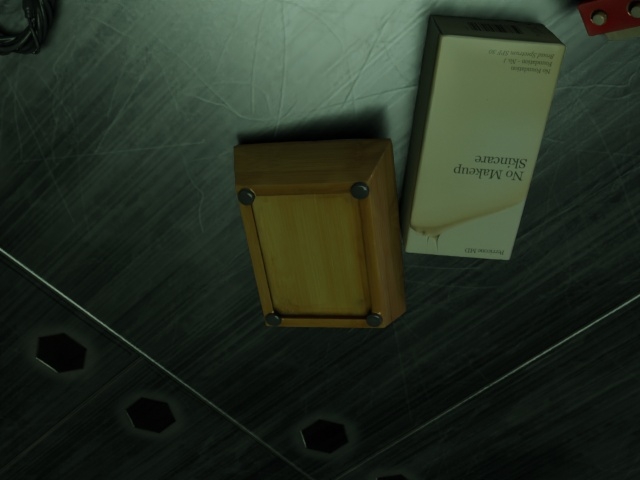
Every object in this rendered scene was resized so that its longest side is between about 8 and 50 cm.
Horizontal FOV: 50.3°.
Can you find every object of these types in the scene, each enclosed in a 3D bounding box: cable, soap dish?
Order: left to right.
[{"bbox_3d":[-0.413,-0.325,0.869,0.150,0.047,0.185,-29,114,12],"label":"cable"},{"bbox_3d":[0.000,0.000,0.993,0.228,0.118,0.291,0,121,14],"label":"soap dish"}]

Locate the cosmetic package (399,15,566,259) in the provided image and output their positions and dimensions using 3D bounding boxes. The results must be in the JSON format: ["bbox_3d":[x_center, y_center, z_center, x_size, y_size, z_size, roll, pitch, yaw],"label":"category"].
[{"bbox_3d":[0.207,-0.135,0.934,0.160,0.113,0.310,3,120,-1],"label":"cosmetic package"}]

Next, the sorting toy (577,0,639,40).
[{"bbox_3d":[0.379,-0.336,0.733,0.255,0.089,0.257,5,136,52],"label":"sorting toy"}]
